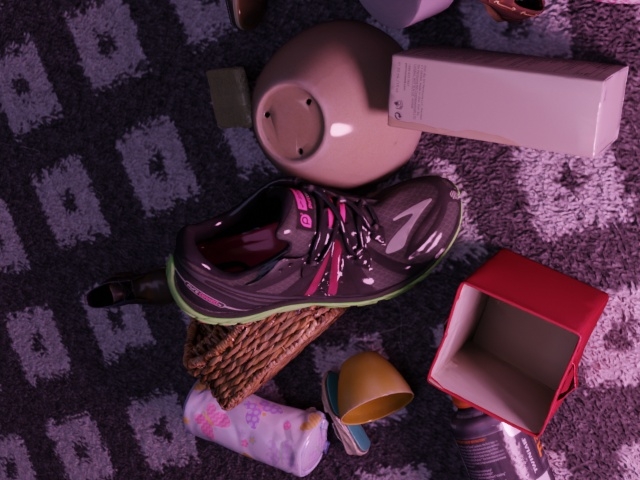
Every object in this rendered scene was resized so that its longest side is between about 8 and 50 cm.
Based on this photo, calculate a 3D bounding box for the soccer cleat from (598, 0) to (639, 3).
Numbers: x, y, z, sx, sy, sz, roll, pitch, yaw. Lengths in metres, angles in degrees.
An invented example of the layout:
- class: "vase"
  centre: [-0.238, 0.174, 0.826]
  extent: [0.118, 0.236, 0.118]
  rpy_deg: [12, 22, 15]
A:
- class: "soccer cleat"
  centre: [0.324, -0.407, 1.327]
  extent: [0.331, 0.143, 0.116]
  rpy_deg: [28, 117, 19]

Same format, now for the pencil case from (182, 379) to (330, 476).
- class: "pencil case"
  centre: [-0.121, 0.340, 1.802]
  extent: [0.273, 0.113, 0.124]
  rpy_deg: [15, 93, 21]

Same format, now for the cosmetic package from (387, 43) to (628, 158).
- class: "cosmetic package"
  centre: [0.270, -0.210, 1.410]
  extent: [0.309, 0.160, 0.113]
  rpy_deg: [14, 112, 26]

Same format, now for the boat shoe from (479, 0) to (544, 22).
- class: "boat shoe"
  centre: [0.249, -0.363, 1.353]
  extent: [0.073, 0.207, 0.073]
  rpy_deg: [6, 87, 36]

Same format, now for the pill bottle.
- class: "pill bottle"
  centre: [0.292, 0.337, 1.578]
  extent: [0.130, 0.130, 0.246]
  rpy_deg: [-20, 95, 32]

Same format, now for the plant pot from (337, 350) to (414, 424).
- class: "plant pot"
  centre: [0.083, 0.249, 1.683]
  extent: [0.134, 0.134, 0.095]
  rpy_deg: [-38, 59, 32]

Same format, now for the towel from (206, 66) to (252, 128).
- class: "towel"
  centre: [-0.154, -0.247, 1.676]
  extent: [0.148, 0.027, 0.110]
  rpy_deg: [10, 115, 62]

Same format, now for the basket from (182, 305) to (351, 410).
- class: "basket"
  centre: [-0.125, 0.126, 1.699]
  extent: [0.223, 0.213, 0.299]
  rpy_deg: [50, 122, 6]

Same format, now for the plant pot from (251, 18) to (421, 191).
- class: "plant pot"
  centre: [-0.002, -0.201, 1.545]
  extent: [0.284, 0.191, 0.284]
  rpy_deg: [9, 110, 27]

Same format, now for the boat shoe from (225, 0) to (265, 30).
- class: "boat shoe"
  centre: [-0.143, -0.462, 1.616]
  extent: [0.073, 0.080, 0.224]
  rpy_deg: [3, 101, 34]

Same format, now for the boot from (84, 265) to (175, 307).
- class: "boot"
  centre: [-0.353, 0.103, 1.883]
  extent: [0.219, 0.106, 0.082]
  rpy_deg: [-6, 102, 31]

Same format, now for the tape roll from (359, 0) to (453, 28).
- class: "tape roll"
  centre: [0.111, -0.426, 1.416]
  extent: [0.219, 0.072, 0.219]
  rpy_deg: [49, 154, 34]

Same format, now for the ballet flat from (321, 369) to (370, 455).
- class: "ballet flat"
  centre: [0.033, 0.318, 1.765]
  extent: [0.052, 0.057, 0.168]
  rpy_deg: [-23, 93, 42]

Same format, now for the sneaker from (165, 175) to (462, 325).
- class: "sneaker"
  centre: [0.000, 0.000, 1.490]
  extent: [0.202, 0.482, 0.185]
  rpy_deg: [88, 163, -58]

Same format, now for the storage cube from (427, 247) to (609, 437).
- class: "storage cube"
  centre: [0.305, 0.150, 1.478]
  extent: [0.215, 0.193, 0.184]
  rpy_deg: [24, 115, 20]
